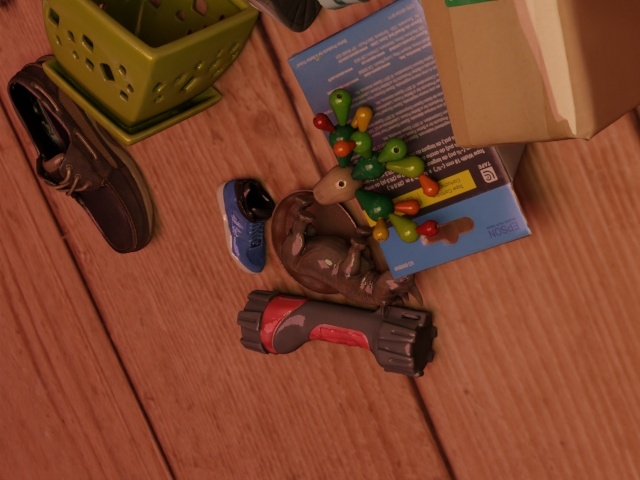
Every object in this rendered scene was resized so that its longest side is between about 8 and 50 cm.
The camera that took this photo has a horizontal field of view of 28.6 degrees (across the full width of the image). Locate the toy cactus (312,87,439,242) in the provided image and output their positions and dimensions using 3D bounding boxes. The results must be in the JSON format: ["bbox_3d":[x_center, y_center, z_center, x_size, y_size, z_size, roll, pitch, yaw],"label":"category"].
[{"bbox_3d":[0.049,-0.080,1.611,0.219,0.112,0.180,53,143,-7],"label":"toy cactus"}]

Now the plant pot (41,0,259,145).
[{"bbox_3d":[-0.258,-0.281,1.804,0.227,0.228,0.207,40,136,18],"label":"plant pot"}]

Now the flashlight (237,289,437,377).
[{"bbox_3d":[0.022,0.142,1.871,0.304,0.103,0.103,10,146,32],"label":"flashlight"}]

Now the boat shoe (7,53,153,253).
[{"bbox_3d":[-0.403,-0.127,2.046,0.132,0.130,0.355,-29,92,42],"label":"boat shoe"}]

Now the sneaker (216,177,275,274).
[{"bbox_3d":[-0.102,-0.022,1.913,0.085,0.058,0.152,-8,100,48],"label":"sneaker"}]

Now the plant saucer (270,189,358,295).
[{"bbox_3d":[0.000,0.000,1.866,0.168,0.029,0.168,17,121,30],"label":"plant saucer"}]

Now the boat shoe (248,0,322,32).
[{"bbox_3d":[-0.102,-0.372,1.608,0.103,0.320,0.118,28,89,31],"label":"boat shoe"}]

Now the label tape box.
[{"bbox_3d":[0.136,-0.143,1.640,0.241,0.106,0.333,-20,99,42],"label":"label tape box"}]

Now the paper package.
[{"bbox_3d":[0.238,-0.283,1.286,0.168,0.309,0.324,-3,107,37],"label":"paper package"}]

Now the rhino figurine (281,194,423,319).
[{"bbox_3d":[0.045,0.035,1.781,0.243,0.073,0.106,29,122,22],"label":"rhino figurine"}]

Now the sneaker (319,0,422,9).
[{"bbox_3d":[0.067,-0.308,1.448,0.208,0.319,0.127,-19,117,11],"label":"sneaker"}]
